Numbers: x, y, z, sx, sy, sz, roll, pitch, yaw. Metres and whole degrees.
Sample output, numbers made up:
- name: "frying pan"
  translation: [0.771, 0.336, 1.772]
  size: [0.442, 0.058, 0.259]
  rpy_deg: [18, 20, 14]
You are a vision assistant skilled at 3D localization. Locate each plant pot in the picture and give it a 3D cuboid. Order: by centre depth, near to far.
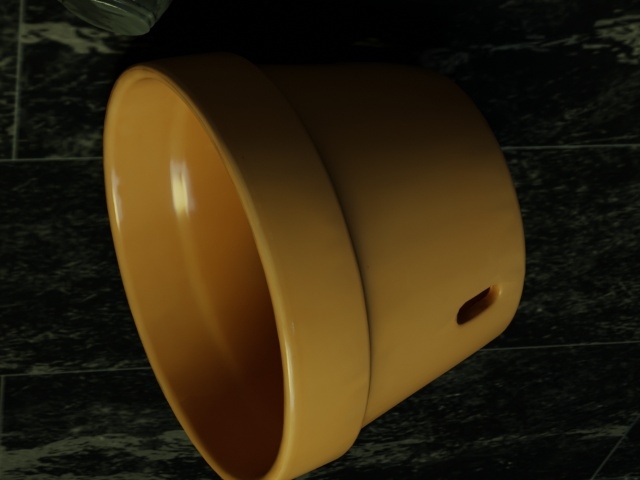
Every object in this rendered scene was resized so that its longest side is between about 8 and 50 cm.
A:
- name: "plant pot"
  translation: [0.000, 0.000, 1.141]
  size: [0.203, 0.291, 0.291]
  rpy_deg: [-17, 153, -24]

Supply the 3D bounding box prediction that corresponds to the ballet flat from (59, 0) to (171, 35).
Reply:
- name: "ballet flat"
  translation: [-0.134, -0.147, 0.755]
  size: [0.057, 0.049, 0.173]
  rpy_deg: [-5, 154, 41]
